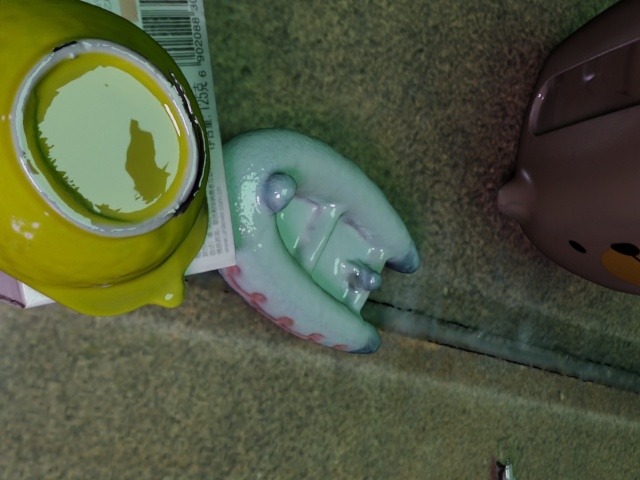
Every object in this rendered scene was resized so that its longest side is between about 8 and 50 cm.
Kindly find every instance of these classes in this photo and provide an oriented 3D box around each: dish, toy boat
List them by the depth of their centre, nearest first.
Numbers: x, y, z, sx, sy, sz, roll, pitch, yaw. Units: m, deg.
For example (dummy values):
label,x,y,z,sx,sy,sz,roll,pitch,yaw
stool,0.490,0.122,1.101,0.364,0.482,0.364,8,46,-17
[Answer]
label,x,y,z,sx,sy,sz,roll,pitch,yaw
dish,-0.114,-0.044,0.403,0.149,0.080,0.208,-43,114,-24
toy boat,0.000,0.000,0.583,0.207,0.079,0.134,42,72,-32

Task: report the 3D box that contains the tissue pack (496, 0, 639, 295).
label,x,y,z,sx,sy,sz,roll,pitch,yaw
tissue pack,0.331,-0.082,0.632,0.276,0.387,0.267,14,84,-18

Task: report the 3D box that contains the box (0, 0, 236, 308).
label,x,y,z,sx,sy,sz,roll,pitch,yaw
box,-0.136,-0.069,0.479,0.135,0.081,0.199,-11,97,-35

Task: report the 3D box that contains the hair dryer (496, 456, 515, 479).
label,x,y,z,sx,sy,sz,roll,pitch,yaw
hair dryer,0.126,0.363,0.711,0.229,0.092,0.267,-21,91,-27
